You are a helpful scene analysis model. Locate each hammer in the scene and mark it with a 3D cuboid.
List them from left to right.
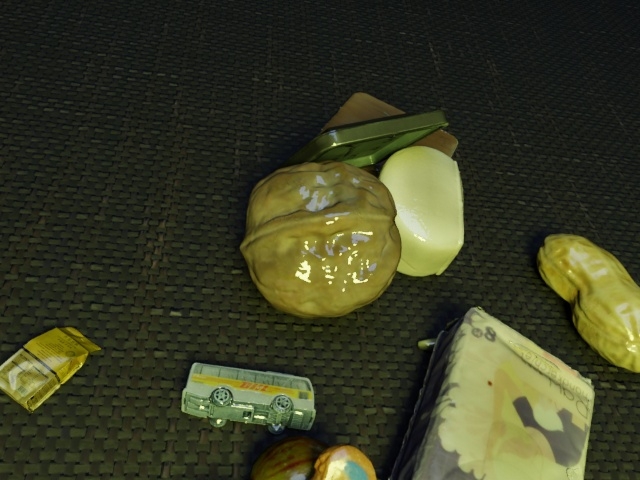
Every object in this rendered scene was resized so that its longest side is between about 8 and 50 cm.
[{"bbox_3d":[0.204,0.247,0.904,0.060,0.028,0.195,0,52,-7],"label":"hammer"}]

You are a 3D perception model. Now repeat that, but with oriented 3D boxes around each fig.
[{"bbox_3d":[0.022,0.330,0.739,0.236,0.124,0.124,12,48,-19],"label":"fig"}]

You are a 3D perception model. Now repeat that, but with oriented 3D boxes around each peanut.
[{"bbox_3d":[0.517,0.104,1.029,0.147,0.147,0.305,-4,49,-17],"label":"peanut"}]

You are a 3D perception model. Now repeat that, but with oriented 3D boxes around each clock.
[{"bbox_3d":[0.059,-0.174,1.043,0.273,0.279,0.049,-17,87,-28],"label":"clock"}]

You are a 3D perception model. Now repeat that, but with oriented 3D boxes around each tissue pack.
[{"bbox_3d":[0.248,0.291,0.795,0.242,0.125,0.343,33,49,-1],"label":"tissue pack"}]

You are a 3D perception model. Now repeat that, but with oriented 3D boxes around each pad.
[{"bbox_3d":[0.151,-0.219,1.279,0.287,0.018,0.284,27,50,9],"label":"pad"}]

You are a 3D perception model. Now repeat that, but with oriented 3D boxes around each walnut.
[{"bbox_3d":[0.000,-0.003,0.924,0.273,0.273,0.227,11,12,-5],"label":"walnut"}]

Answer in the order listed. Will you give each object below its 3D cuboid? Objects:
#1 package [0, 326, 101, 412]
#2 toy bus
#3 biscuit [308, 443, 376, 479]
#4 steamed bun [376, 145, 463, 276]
[{"bbox_3d":[-0.390,0.174,0.799,0.071,0.047,0.131,32,53,17],"label":"package"},{"bbox_3d":[-0.104,0.231,0.818,0.191,0.064,0.075,8,38,-8],"label":"toy bus"},{"bbox_3d":[-0.060,0.387,0.630,0.324,0.049,0.205,-23,97,-10],"label":"biscuit"},{"bbox_3d":[0.173,-0.061,1.066,0.164,0.146,0.241,13,54,-7],"label":"steamed bun"}]
